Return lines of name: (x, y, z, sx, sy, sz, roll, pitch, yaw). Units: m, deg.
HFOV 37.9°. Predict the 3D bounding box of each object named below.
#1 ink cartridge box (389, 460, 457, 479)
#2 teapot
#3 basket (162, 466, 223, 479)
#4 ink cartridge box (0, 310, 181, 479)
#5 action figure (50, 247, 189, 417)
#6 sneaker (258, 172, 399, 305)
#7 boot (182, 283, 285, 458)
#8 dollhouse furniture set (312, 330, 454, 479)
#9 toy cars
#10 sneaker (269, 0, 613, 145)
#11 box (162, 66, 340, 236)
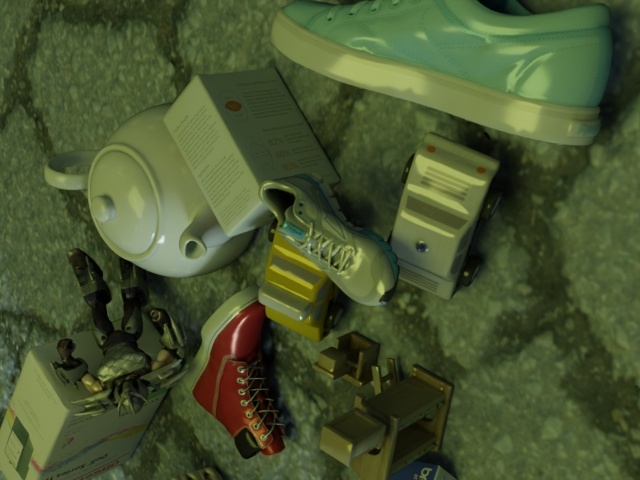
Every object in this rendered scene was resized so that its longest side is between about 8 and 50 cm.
ink cartridge box: (0.075, 0.354, 1.066, 0.097, 0.207, 0.046, 1, 148, 44)
teapot: (-0.219, -0.060, 1.216, 0.256, 0.187, 0.252, -33, 78, 45)
basket: (-0.221, 0.557, 1.320, 0.331, 0.266, 0.328, 44, 129, 36)
ink cartridge box: (-0.378, 0.285, 1.456, 0.119, 0.207, 0.353, 50, 133, 21)
action figure: (-0.284, 0.131, 1.298, 0.099, 0.185, 0.285, 87, 166, -45)
sneaker: (0.000, 0.000, 0.942, 0.190, 0.083, 0.071, 45, 118, 33)
boot: (-0.086, 0.184, 1.236, 0.176, 0.088, 0.244, 49, 138, 22)
dollhouse furniture set: (0.028, 0.202, 1.059, 0.161, 0.182, 0.101, 26, 119, 36)
toy cars: (0.043, 0.023, 1.021, 0.394, 0.087, 0.176, -24, 109, 43)
sneaker: (0.115, -0.210, 0.905, 0.366, 0.135, 0.150, 22, 109, 28)
box: (-0.083, -0.109, 1.109, 0.091, 0.130, 0.170, -41, 73, 42)
